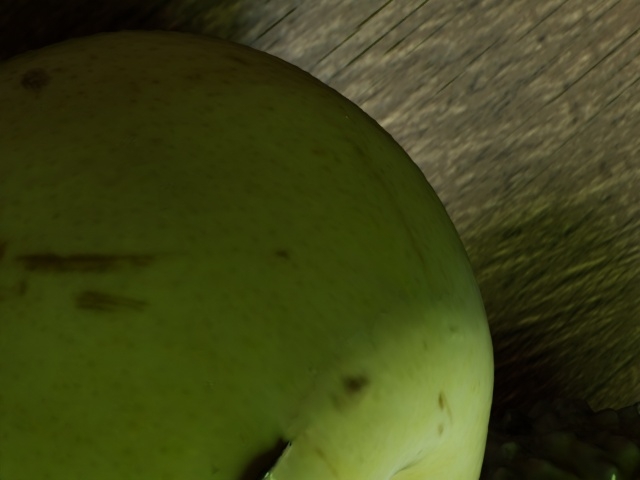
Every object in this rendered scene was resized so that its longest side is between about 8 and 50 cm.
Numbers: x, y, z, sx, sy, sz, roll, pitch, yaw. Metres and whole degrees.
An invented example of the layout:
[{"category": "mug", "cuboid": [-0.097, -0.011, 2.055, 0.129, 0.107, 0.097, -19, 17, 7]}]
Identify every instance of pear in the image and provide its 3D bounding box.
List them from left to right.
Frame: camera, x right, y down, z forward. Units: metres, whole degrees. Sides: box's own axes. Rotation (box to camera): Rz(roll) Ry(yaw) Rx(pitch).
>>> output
[{"category": "pear", "cuboid": [-0.069, 0.060, 0.719, 0.309, 0.309, 0.309, -24, 135, -26]}]

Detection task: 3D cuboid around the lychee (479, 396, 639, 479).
[{"category": "lychee", "cuboid": [0.170, 0.309, 1.085, 0.380, 0.380, 0.432, -25, 120, -25]}]
